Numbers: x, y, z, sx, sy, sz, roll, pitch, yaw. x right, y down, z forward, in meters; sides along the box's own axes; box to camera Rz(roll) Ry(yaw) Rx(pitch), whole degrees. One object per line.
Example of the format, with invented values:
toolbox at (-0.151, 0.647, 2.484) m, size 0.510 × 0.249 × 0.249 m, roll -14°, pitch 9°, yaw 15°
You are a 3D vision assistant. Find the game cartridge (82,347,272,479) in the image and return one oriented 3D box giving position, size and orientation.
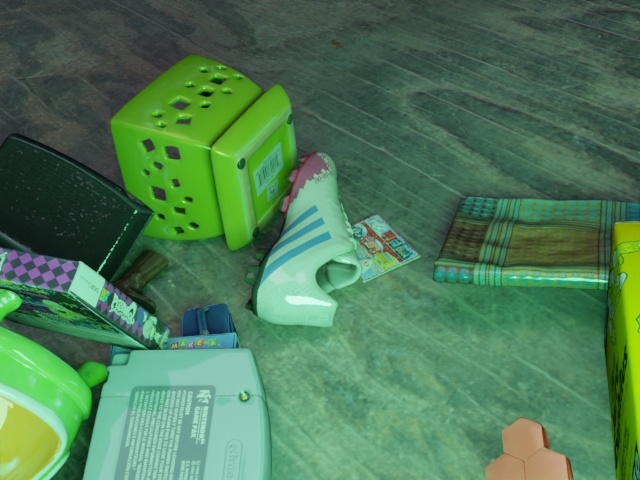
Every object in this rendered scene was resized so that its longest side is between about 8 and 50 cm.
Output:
game cartridge at (-0.152, 0.256, 0.899) m, size 0.198 × 0.062 × 0.297 m, roll 1°, pitch 56°, yaw 6°

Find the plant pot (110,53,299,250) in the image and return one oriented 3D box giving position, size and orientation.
plant pot at (-0.162, -0.131, 1.330) m, size 0.207 × 0.227 × 0.228 m, roll 17°, pitch 45°, yaw 23°

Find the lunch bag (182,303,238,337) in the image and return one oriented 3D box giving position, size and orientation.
lunch bag at (-0.145, 0.126, 1.115) m, size 0.067 × 0.065 × 0.098 m, roll -12°, pitch 38°, yaw -2°

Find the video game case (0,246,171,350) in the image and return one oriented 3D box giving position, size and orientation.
video game case at (-0.319, 0.064, 0.979) m, size 0.232 × 0.210 × 0.042 m, roll 9°, pitch 68°, yaw 23°

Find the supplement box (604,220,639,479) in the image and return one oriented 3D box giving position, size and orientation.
supplement box at (0.393, 0.161, 0.835) m, size 0.195 × 0.194 × 0.356 m, roll 1°, pitch 38°, yaw 14°

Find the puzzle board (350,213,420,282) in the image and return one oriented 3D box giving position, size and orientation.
puzzle board at (0.074, 0.008, 1.259) m, size 0.096 × 0.011 × 0.128 m, roll -23°, pitch 38°, yaw -16°

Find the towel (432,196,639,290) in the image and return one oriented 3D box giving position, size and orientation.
towel at (0.353, -0.002, 1.128) m, size 0.370 × 0.040 × 0.271 m, roll 2°, pitch 22°, yaw 16°

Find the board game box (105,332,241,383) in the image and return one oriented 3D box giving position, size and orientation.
board game box at (-0.179, 0.212, 0.993) m, size 0.160 × 0.039 × 0.211 m, roll -5°, pitch 54°, yaw 8°

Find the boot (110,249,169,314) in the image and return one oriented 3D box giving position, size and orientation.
boot at (-0.253, 0.058, 1.258) m, size 0.106 × 0.037 × 0.114 m, roll 16°, pitch 40°, yaw 28°

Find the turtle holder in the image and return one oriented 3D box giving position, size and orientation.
turtle holder at (-0.425, 0.189, 0.964) m, size 0.320 × 0.243 × 0.227 m, roll 12°, pitch 59°, yaw 21°

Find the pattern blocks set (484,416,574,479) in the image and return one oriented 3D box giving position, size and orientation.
pattern blocks set at (0.153, 0.335, 0.712) m, size 0.285 × 0.026 × 0.325 m, roll -36°, pitch 45°, yaw 8°

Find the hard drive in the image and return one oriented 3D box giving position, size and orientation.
hard drive at (-0.398, -0.044, 1.271) m, size 0.255 × 0.054 × 0.172 m, roll 30°, pitch 79°, yaw 5°

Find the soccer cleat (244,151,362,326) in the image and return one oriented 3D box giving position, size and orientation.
soccer cleat at (0.000, 0.000, 1.223) m, size 0.143 × 0.116 × 0.331 m, roll 12°, pitch 45°, yaw 8°
